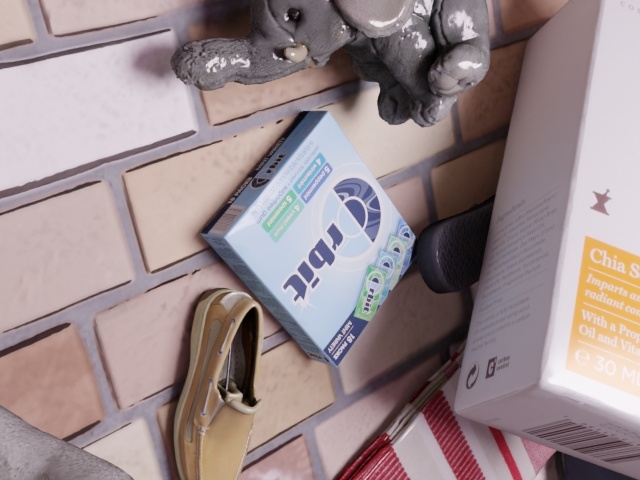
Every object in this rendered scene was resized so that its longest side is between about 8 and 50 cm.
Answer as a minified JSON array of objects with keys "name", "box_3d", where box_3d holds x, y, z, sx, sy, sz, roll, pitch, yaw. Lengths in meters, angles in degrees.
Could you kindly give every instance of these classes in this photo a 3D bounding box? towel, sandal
[{"name":"towel","box_3d":[0.141,0.265,0.945,0.329,0.037,0.237,-43,123,-24]},{"name":"sandal","box_3d":[0.182,-0.004,0.922,0.254,0.054,0.097,-9,88,-44]}]

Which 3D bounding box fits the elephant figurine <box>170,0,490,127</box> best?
[{"name":"elephant figurine","box_3d":[0.021,-0.200,0.700,0.239,0.169,0.186,19,54,-32]}]

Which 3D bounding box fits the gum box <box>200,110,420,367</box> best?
[{"name":"gum box","box_3d":[0.000,0.000,0.787,0.157,0.041,0.184,-52,125,-22]}]

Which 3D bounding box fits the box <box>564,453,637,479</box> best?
[{"name":"box","box_3d":[0.450,0.183,1.076,0.296,0.182,0.294,-17,106,-43]}]

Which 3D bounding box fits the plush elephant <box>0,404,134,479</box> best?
[{"name":"plush elephant","box_3d":[-0.289,0.187,0.447,0.330,0.272,0.255,37,56,-7]}]

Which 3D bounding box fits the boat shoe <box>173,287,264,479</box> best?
[{"name":"boat shoe","box_3d":[-0.081,0.138,0.721,0.068,0.072,0.190,-2,98,-39]}]

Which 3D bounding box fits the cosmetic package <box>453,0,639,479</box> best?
[{"name":"cosmetic package","box_3d":[0.305,-0.019,0.838,0.230,0.161,0.454,21,65,-11]}]
